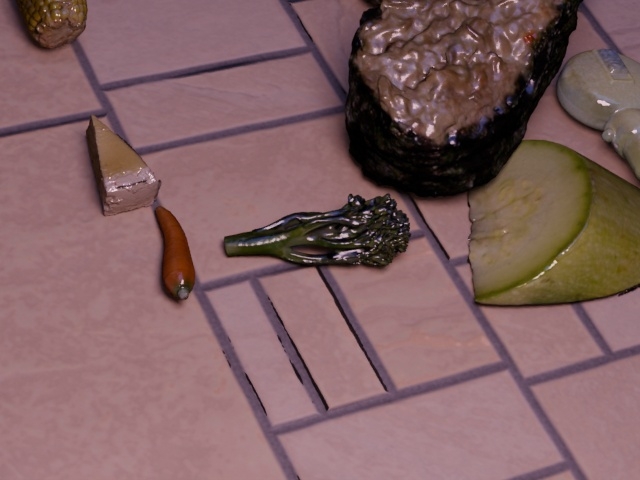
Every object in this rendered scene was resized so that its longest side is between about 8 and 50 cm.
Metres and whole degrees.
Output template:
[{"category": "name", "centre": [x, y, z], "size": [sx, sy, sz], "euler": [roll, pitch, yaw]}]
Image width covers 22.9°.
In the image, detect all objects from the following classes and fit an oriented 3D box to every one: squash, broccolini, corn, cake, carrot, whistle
[{"category": "squash", "centre": [0.286, -0.003, 1.783], "size": [0.204, 0.155, 0.237], "euler": [-17, 46, 22]}, {"category": "broccolini", "centre": [0.000, -0.007, 1.689], "size": [0.203, 0.068, 0.091], "euler": [-7, 71, -17]}, {"category": "corn", "centre": [-0.341, -0.357, 1.900], "size": [0.097, 0.097, 0.320], "euler": [-7, 53, -19]}, {"category": "cake", "centre": [-0.232, -0.085, 1.712], "size": [0.065, 0.052, 0.121], "euler": [-27, 61, -28]}, {"category": "carrot", "centre": [-0.153, 0.013, 1.660], "size": [0.035, 0.035, 0.142], "euler": [-1, 43, -14]}, {"category": "whistle", "centre": [0.361, -0.151, 1.885], "size": [0.126, 0.067, 0.258], "euler": [-1, 44, -17]}]

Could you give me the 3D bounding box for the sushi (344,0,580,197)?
[{"category": "sushi", "centre": [0.162, -0.210, 1.807], "size": [0.211, 0.171, 0.350], "euler": [29, 58, 24]}]

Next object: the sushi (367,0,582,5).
[{"category": "sushi", "centre": [0.182, -0.389, 1.991], "size": [0.343, 0.182, 0.196], "euler": [10, 41, -8]}]
